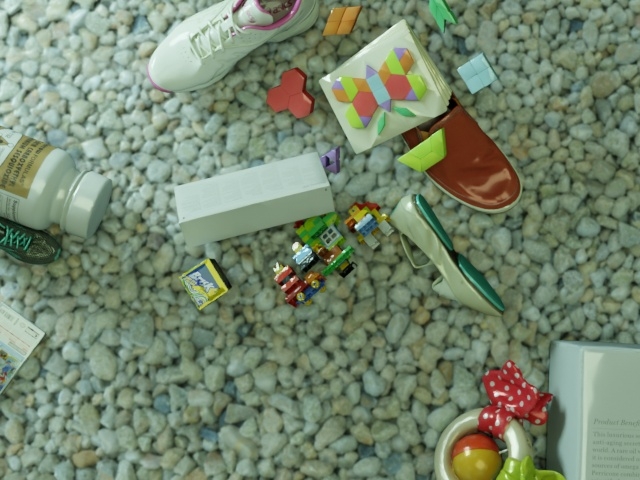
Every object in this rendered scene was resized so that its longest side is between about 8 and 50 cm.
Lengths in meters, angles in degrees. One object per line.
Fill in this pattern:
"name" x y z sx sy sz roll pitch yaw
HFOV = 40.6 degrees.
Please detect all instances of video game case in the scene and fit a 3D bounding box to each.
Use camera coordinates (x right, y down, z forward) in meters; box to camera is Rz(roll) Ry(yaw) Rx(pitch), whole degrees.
"video game case" -0.510 0.172 1.382 0.087 0.011 0.122 36 86 -2

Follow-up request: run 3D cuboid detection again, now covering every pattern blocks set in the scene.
"pattern blocks set" 0.095 -0.233 1.342 0.325 0.026 0.285 -41 91 27

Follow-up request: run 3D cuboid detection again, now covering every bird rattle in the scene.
"bird rattle" 0.268 0.325 1.349 0.206 0.143 0.254 -24 57 23

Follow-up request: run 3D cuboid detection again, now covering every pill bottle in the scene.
"pill bottle" -0.448 -0.090 1.334 0.229 0.131 0.131 22 87 -3

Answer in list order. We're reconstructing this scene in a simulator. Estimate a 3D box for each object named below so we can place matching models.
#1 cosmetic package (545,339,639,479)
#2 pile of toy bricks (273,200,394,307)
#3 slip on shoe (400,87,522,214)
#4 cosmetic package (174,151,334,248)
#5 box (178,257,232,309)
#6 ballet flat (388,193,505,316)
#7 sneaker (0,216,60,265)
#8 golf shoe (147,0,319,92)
"cosmetic package" 0.484 0.392 1.359 0.230 0.161 0.454 4 88 -3
"pile of toy bricks" 0.000 0.000 1.382 0.212 0.118 0.105 -42 59 5
"slip on shoe" 0.200 -0.173 1.392 0.123 0.101 0.331 -41 92 -6
"cosmetic package" -0.105 -0.064 1.367 0.239 0.099 0.060 -14 129 -3
"box" -0.174 0.065 1.326 0.054 0.169 0.059 -32 91 -5
"ballet flat" 0.198 0.037 1.403 0.086 0.086 0.248 -36 89 -4
"sneaker" -0.493 -0.006 1.356 0.166 0.076 0.065 21 88 -3
"golf shoe" -0.142 -0.337 1.358 0.306 0.140 0.115 -32 92 -3
